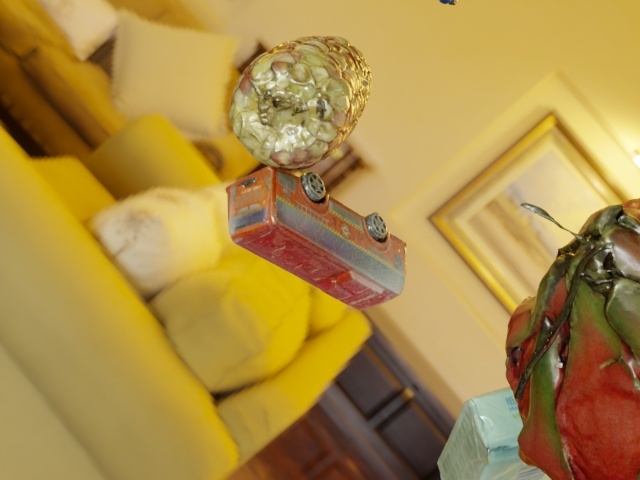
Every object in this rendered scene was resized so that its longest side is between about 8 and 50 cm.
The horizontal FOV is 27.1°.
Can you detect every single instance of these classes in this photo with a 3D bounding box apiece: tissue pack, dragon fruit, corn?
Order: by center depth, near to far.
[{"bbox_3d":[0.209,0.063,0.814,0.293,0.234,0.234,51,5,-29],"label":"dragon fruit"},{"bbox_3d":[-0.008,-0.123,1.097,0.098,0.098,0.290,48,15,-6],"label":"corn"},{"bbox_3d":[0.269,0.209,1.450,0.177,0.263,0.089,103,-31,-55],"label":"tissue pack"}]

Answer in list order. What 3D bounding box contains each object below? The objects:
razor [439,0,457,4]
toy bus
[{"bbox_3d":[0.022,-0.324,1.118,0.056,0.093,0.324,-12,48,-32],"label":"razor"},{"bbox_3d":[0.000,0.000,1.168,0.192,0.065,0.077,30,48,-41],"label":"toy bus"}]
